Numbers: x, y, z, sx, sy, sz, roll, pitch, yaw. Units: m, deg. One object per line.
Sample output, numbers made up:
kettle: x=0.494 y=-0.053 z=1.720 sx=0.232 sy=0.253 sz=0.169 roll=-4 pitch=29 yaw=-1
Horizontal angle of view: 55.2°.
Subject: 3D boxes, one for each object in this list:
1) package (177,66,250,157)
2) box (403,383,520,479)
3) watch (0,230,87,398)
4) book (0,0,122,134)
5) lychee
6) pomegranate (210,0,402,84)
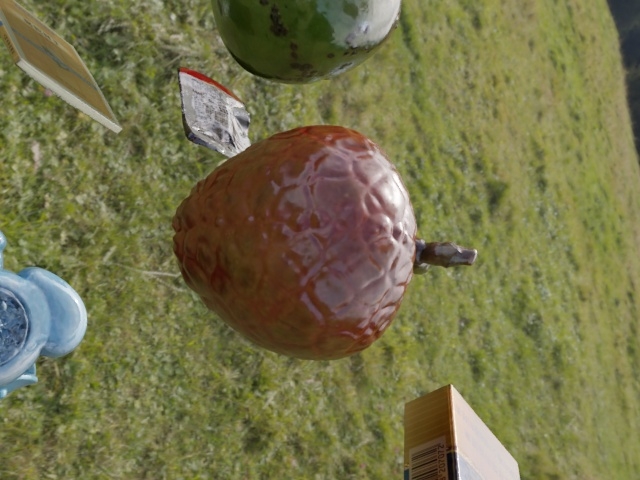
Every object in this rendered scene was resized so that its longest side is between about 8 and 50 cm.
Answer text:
package: x=-0.187 y=-0.226 z=1.120 sx=0.154 sy=0.030 sz=0.239 roll=25 pitch=37 yaw=-36
box: x=0.148 y=0.280 z=0.602 sx=0.152 sy=0.070 sz=0.237 roll=50 pitch=27 yaw=-21
watch: x=-0.397 y=0.093 z=0.697 sx=0.211 sy=0.193 sz=0.211 roll=7 pitch=78 yaw=-33
book: x=-0.374 y=-0.255 z=0.841 sx=0.242 sy=0.018 sz=0.170 roll=52 pitch=8 yaw=34
lychee: x=0.000 y=0.000 z=0.627 sx=0.255 sy=0.300 sz=0.255 roll=172 pitch=-90 yaw=-86
pomegranate: x=-0.031 y=-0.378 z=0.868 sx=0.323 sy=0.290 sz=0.291 roll=69 pitch=25 yaw=-45
